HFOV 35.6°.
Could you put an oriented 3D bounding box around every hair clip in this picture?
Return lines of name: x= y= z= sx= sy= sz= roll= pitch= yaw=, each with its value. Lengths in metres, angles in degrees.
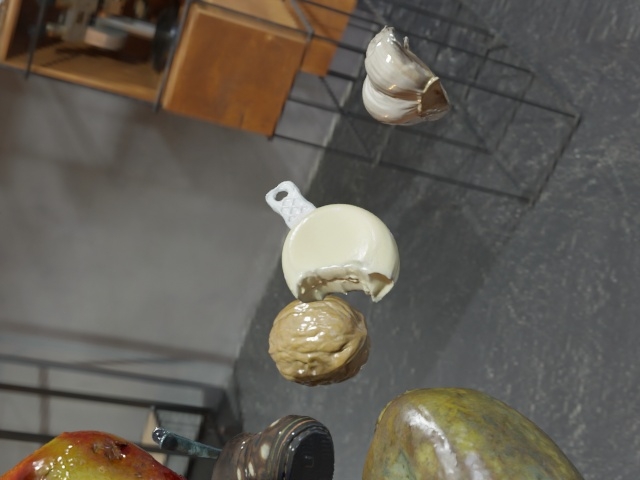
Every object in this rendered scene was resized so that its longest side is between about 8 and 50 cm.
hair clip: x=-0.276 y=0.483 z=2.297 sx=0.070 sy=0.229 sz=0.039 roll=17 pitch=84 yaw=63

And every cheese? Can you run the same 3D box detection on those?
cheese: x=0.016 y=-0.013 z=1.421 sx=0.071 sy=0.163 sz=0.249 roll=61 pitch=-170 yaw=-49

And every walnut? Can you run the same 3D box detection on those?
walnut: x=0.004 y=0.206 z=2.049 sx=0.213 sy=0.213 sz=0.213 roll=-168 pitch=90 yaw=-67

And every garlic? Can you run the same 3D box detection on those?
garlic: x=0.145 y=-0.287 z=1.850 sx=0.143 sy=0.229 sz=0.178 roll=-43 pitch=56 yaw=16

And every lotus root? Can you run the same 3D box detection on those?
lotus root: x=0.180 y=0.309 z=1.101 sx=0.346 sy=0.250 sz=0.251 roll=55 pitch=130 yaw=49

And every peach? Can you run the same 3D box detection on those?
peach: x=-0.344 y=0.506 z=1.591 sx=0.417 sy=0.353 sz=0.339 roll=52 pitch=165 yaw=14

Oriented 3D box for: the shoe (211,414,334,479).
shoe: x=-0.106 y=0.476 z=2.049 sx=0.237 sy=0.171 sz=0.384 roll=35 pitch=133 yaw=34
